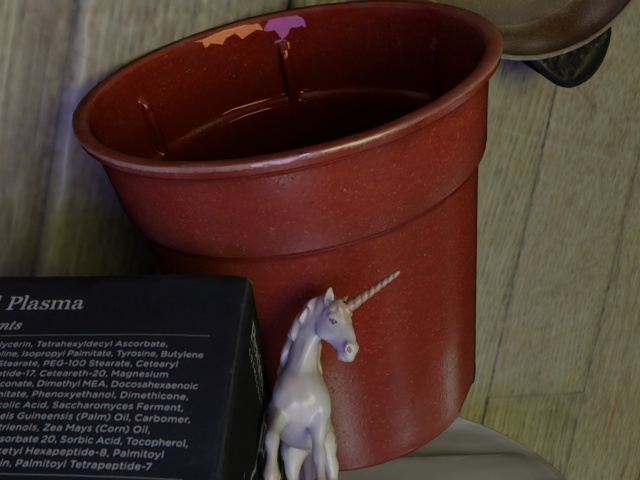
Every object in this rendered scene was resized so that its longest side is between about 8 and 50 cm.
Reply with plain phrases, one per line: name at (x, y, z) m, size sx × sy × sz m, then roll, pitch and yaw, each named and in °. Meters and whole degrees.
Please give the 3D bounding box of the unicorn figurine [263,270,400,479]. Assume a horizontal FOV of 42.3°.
unicorn figurine at (-0.005, 0.101, 0.466) m, size 0.060 × 0.162 × 0.111 m, roll 8°, pitch 56°, yaw -10°

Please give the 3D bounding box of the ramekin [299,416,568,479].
ramekin at (0.095, 0.268, 0.717) m, size 0.273 × 0.273 × 0.127 m, roll -2°, pitch 115°, yaw -35°

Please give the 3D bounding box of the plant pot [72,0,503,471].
plant pot at (0.000, 0.000, 0.591) m, size 0.272 × 0.272 × 0.265 m, roll -29°, pitch 125°, yaw -26°

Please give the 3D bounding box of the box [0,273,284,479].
box at (-0.118, 0.243, 0.439) m, size 0.179 × 0.312 × 0.343 m, roll -1°, pitch 134°, yaw 3°

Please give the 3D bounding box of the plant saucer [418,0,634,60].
plant saucer at (0.162, -0.308, 0.690) m, size 0.311 × 0.050 × 0.310 m, roll -4°, pitch 101°, yaw -22°

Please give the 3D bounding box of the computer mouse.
computer mouse at (0.188, -0.276, 0.767) m, size 0.262 × 0.060 × 0.184 m, roll 34°, pitch 85°, yaw -24°
